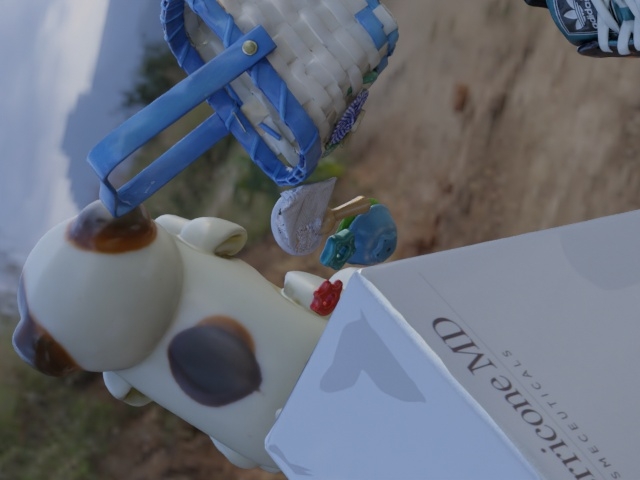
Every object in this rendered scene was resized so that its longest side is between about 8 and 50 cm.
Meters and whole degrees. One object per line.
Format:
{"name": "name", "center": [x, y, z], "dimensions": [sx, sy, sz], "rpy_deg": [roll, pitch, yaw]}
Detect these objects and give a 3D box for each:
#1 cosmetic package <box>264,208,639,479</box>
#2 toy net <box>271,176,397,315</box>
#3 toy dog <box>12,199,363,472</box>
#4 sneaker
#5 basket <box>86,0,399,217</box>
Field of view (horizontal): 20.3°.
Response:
{"name": "cosmetic package", "center": [0.219, 0.111, 1.140], "dimensions": [0.230, 0.453, 0.161], "rpy_deg": [49, 131, 29]}
{"name": "toy net", "center": [0.000, 0.000, 1.681], "dimensions": [0.122, 0.045, 0.232], "rpy_deg": [-56, -30, 2]}
{"name": "toy dog", "center": [-0.169, 0.117, 2.134], "dimensions": [0.284, 0.408, 0.395], "rpy_deg": [-56, 19, 19]}
{"name": "sneaker", "center": [0.238, -0.173, 1.321], "dimensions": [0.302, 0.121, 0.108], "rpy_deg": [-128, 21, -70]}
{"name": "basket", "center": [-0.079, -0.131, 1.568], "dimensions": [0.289, 0.201, 0.255], "rpy_deg": [-34, -2, -7]}
